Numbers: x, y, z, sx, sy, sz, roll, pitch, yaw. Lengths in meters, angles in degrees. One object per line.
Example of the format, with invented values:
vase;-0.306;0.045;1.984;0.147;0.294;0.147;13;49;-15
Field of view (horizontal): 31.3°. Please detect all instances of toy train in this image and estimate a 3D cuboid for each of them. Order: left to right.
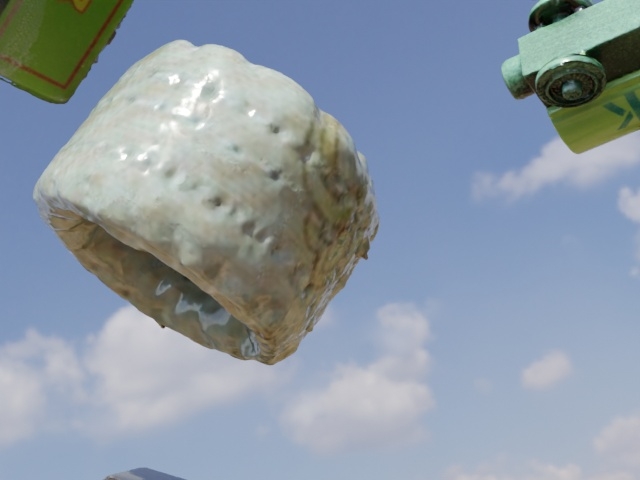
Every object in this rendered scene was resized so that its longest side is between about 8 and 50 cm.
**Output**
toy train;-0.322;-0.326;1.283;0.248;0.173;0.307;26;-69;-31
toy train;0.287;-0.158;0.952;0.253;0.105;0.157;-23;-41;26

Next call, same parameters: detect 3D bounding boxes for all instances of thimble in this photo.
thimble;-0.096;-0.026;1.038;0.195;0.291;0.291;-56;-11;-18

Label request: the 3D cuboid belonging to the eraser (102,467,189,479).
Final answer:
eraser;-0.151;0.365;1.466;0.352;0.077;0.111;12;-1;19
